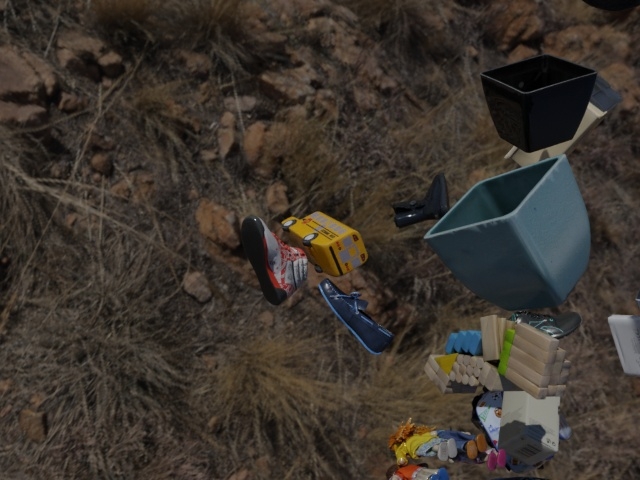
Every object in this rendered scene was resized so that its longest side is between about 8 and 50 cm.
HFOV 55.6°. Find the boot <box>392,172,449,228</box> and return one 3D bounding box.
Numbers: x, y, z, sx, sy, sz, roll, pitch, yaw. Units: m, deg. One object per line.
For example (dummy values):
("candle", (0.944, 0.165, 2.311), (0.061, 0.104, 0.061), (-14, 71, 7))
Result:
("boot", (0.369, -0.149, 2.249), (0.247, 0.207, 0.094), (-80, 154, -47))

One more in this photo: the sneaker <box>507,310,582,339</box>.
("sneaker", (0.613, 0.246, 1.736), (0.101, 0.267, 0.106), (76, -6, -85))

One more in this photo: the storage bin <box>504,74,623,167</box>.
("storage bin", (0.694, -0.323, 1.719), (0.123, 0.262, 0.260), (45, 42, 13))

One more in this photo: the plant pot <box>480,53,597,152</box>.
("plant pot", (0.504, -0.314, 1.418), (0.187, 0.167, 0.188), (-19, 32, -10))

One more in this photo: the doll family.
("doll family", (0.233, 0.409, 1.212), (0.262, 0.163, 0.119), (-1, 80, -35))

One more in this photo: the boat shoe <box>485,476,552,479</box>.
("boat shoe", (0.521, 0.630, 1.494), (0.301, 0.102, 0.108), (1, 46, 4))

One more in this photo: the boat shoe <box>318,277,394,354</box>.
("boat shoe", (0.104, 0.197, 1.698), (0.258, 0.089, 0.109), (47, 11, -3))

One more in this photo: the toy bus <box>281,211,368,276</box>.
("toy bus", (0.000, 0.000, 1.749), (0.130, 0.332, 0.108), (-30, 113, -13))

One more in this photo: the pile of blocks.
("pile of blocks", (0.349, 0.225, 1.174), (0.112, 0.362, 0.149), (6, 76, -25))

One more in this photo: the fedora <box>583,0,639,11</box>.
("fedora", (0.678, -0.646, 1.410), (0.334, 0.153, 0.334), (37, -4, 3))

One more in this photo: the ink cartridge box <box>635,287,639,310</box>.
("ink cartridge box", (0.734, 0.053, 1.144), (0.045, 0.208, 0.206), (49, 62, -33))

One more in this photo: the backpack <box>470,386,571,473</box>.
("backpack", (0.553, 0.509, 1.673), (0.277, 0.213, 0.263), (53, 27, 19))

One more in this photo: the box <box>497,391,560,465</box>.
("box", (0.501, 0.379, 1.446), (0.094, 0.113, 0.275), (29, 48, -4))

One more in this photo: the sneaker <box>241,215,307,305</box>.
("sneaker", (-0.121, 0.031, 1.678), (0.145, 0.090, 0.270), (-36, 118, -41))

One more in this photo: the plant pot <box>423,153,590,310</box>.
("plant pot", (0.427, 0.009, 1.303), (0.248, 0.247, 0.252), (-41, 104, -33))

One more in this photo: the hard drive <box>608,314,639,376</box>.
("hard drive", (1.041, 0.327, 1.836), (0.040, 0.307, 0.203), (-22, 96, -28))
